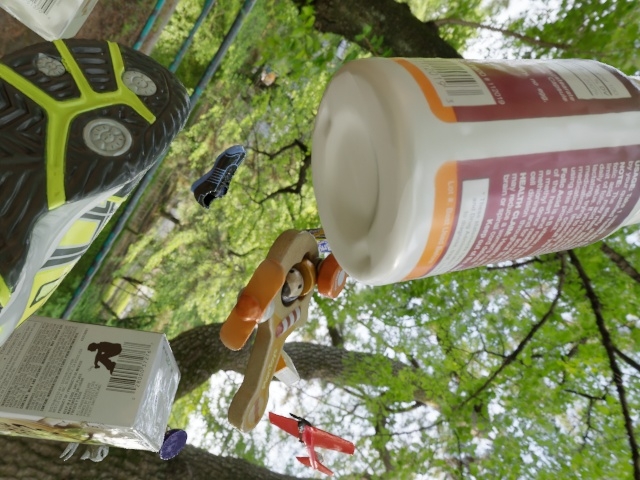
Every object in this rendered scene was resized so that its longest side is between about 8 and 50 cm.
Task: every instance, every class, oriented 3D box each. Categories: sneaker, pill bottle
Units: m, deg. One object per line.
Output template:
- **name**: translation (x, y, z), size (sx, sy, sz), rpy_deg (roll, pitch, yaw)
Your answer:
- **sneaker**: translation (-0.267, -0.042, 0.381), size (0.147, 0.145, 0.384), rpy_deg (-32, -157, 56)
- **sneaker**: translation (-0.310, -0.197, 1.323), size (0.232, 0.090, 0.081), rpy_deg (-41, 159, 17)
- **pill bottle**: translation (0.207, -0.088, 0.477), size (0.224, 0.393, 0.223), rpy_deg (172, -90, -71)

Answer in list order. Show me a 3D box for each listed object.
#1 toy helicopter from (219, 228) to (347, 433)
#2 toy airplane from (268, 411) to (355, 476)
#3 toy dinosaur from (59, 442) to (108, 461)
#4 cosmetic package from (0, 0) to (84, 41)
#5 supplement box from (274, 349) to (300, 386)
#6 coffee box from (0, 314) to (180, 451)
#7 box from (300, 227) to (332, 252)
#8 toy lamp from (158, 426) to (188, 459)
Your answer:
- **toy helicopter**: translation (-0.084, 0.150, 0.702), size (0.235, 0.140, 0.354), rpy_deg (29, 78, -69)
- **toy airplane**: translation (-0.018, 0.310, 0.633), size (0.151, 0.151, 0.028), rpy_deg (-42, -171, 47)
- **toy dinosaur**: translation (-0.414, 0.265, 0.840), size (0.120, 0.161, 0.313), rpy_deg (-62, -142, 24)
- **cosmetic package**: translation (-0.600, -0.544, 0.915), size (0.129, 0.153, 0.296), rpy_deg (-49, -145, 8)
- **supplement box**: translation (-0.086, 0.282, 0.940), size (0.036, 0.098, 0.062), rpy_deg (-30, -127, -4)
- **coffee box**: translation (-0.355, 0.183, 0.540), size (0.168, 0.298, 0.118), rpy_deg (103, -5, -54)
- **box**: translation (0.000, 0.000, 1.217), size (0.169, 0.059, 0.054), rpy_deg (-2, -137, 46)
- **toy lamp**: translation (-0.426, 0.408, 1.007), size (0.275, 0.080, 0.080), rpy_deg (24, -101, 33)
